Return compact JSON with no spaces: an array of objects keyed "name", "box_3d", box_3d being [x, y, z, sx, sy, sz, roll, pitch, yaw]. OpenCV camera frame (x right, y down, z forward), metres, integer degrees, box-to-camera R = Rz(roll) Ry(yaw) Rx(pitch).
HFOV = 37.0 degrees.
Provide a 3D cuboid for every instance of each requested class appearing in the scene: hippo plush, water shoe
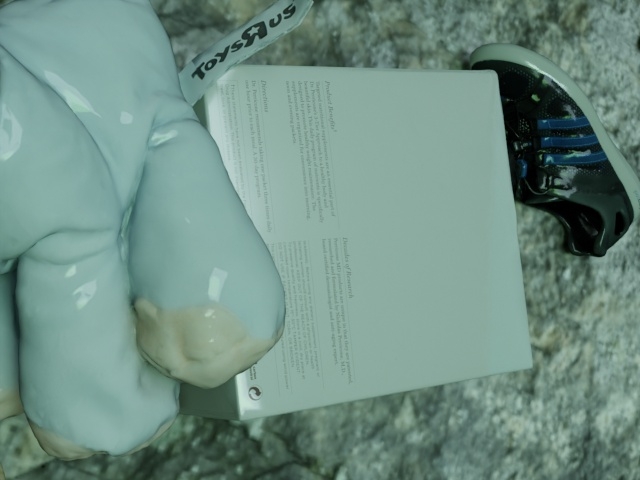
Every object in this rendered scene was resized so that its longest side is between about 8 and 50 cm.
[{"name":"hippo plush","box_3d":[-0.143,-0.021,0.406,0.234,0.236,0.294,47,105,16]},{"name":"water shoe","box_3d":[0.184,-0.069,0.765,0.203,0.073,0.080,44,68,-17]}]

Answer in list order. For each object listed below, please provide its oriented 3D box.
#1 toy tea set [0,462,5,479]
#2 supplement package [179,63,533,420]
[{"name":"toy tea set","box_3d":[-0.288,0.234,0.468,0.336,0.124,0.200,-37,73,-24]},{"name":"supplement package","box_3d":[0.000,0.000,0.610,0.203,0.149,0.194,-4,87,-29]}]
